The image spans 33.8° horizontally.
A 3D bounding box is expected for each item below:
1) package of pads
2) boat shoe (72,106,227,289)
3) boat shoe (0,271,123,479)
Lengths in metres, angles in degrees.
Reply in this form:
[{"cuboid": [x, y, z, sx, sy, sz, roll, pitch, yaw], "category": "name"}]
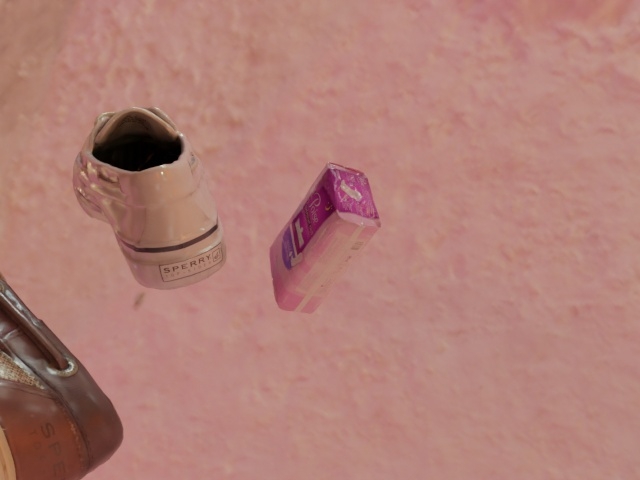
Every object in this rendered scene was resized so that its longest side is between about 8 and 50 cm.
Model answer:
[{"cuboid": [0.000, 0.000, 0.621, 0.083, 0.032, 0.050, -53, 35, 35], "category": "package of pads"}, {"cuboid": [-0.106, -0.048, 0.645, 0.083, 0.076, 0.226, -18, 25, -19], "category": "boat shoe"}, {"cuboid": [-0.193, 0.040, 0.504, 0.285, 0.092, 0.103, 32, 123, 43], "category": "boat shoe"}]
